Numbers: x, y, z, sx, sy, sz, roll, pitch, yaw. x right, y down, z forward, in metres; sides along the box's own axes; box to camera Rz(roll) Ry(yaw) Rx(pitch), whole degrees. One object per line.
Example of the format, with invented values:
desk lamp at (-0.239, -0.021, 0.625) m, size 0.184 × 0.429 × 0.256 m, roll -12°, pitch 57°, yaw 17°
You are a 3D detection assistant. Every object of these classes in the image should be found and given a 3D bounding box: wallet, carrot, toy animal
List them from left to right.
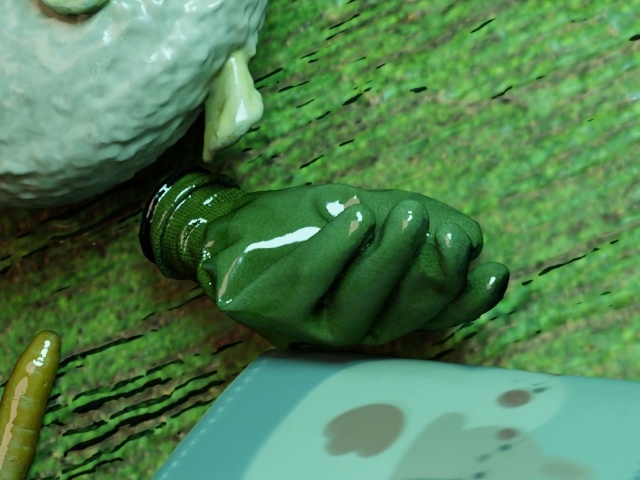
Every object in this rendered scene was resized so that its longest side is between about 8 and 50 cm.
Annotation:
carrot at (-0.224, 0.178, 1.110) m, size 0.043 × 0.043 × 0.248 m, roll 15°, pitch 84°, yaw 30°
toy animal at (-0.166, -0.132, 1.052) m, size 0.358 × 0.188 × 0.226 m, roll -38°, pitch 35°, yaw 17°
wallet at (0.080, 0.146, 0.859) m, size 0.360 × 0.252 × 0.083 m, roll 2°, pitch 120°, yaw 30°

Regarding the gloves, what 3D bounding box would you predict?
gloves at (0.001, 0.011, 0.984) m, size 0.268 × 0.135 × 0.107 m, roll 7°, pitch 125°, yaw 46°
